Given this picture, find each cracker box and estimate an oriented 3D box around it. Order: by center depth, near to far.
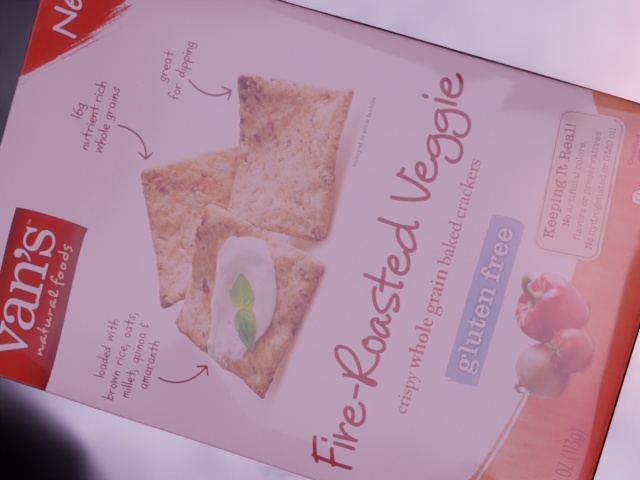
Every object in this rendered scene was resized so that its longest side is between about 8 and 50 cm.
[{"bbox_3d":[0.000,0.000,0.673,0.232,0.067,0.156,17,95,10],"label":"cracker box"}]
